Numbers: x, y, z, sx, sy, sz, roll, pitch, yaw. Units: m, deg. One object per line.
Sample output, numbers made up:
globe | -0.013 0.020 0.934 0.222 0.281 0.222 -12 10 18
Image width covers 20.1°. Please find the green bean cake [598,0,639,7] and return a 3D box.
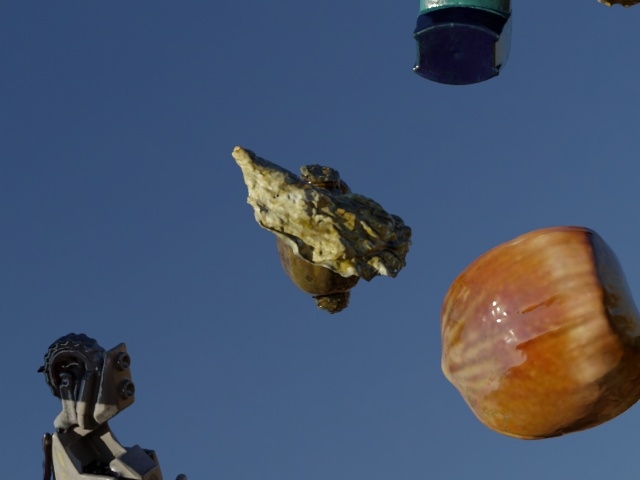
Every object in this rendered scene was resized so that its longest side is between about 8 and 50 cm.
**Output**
green bean cake | 0.330 -0.358 1.705 0.229 0.131 0.224 -20 -53 2

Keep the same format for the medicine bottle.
medicine bottle | 0.124 -0.260 1.524 0.079 0.258 0.124 3 6 13

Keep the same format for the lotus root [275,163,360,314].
lotus root | 0.000 0.000 2.244 0.120 0.120 0.209 -19 -60 -19

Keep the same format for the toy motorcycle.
toy motorcycle | -0.175 0.185 1.533 0.122 0.215 0.080 1 17 28

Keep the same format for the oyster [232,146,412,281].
oyster | 0.007 -0.017 1.405 0.121 0.146 0.045 3 -57 -45

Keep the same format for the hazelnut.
hazelnut | 0.162 0.068 1.310 0.150 0.150 0.150 -22 -27 -12
